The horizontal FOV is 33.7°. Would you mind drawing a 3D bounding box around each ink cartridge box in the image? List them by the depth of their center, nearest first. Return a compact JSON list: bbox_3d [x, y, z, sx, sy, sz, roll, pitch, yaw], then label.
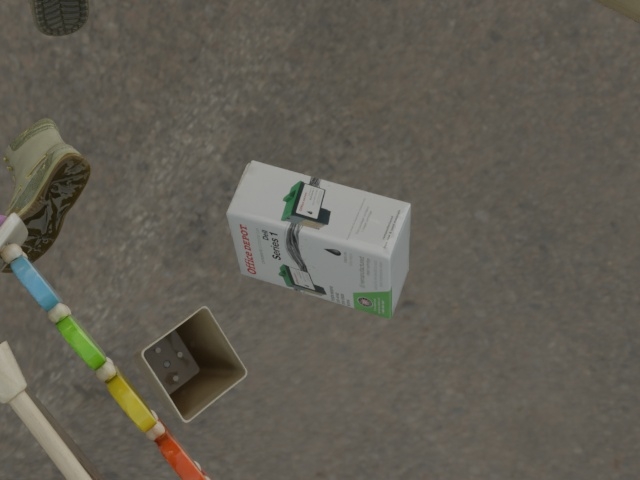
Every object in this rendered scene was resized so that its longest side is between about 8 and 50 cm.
[{"bbox_3d":[0.000,0.000,1.360,0.219,0.160,0.093,15,60,14],"label":"ink cartridge box"}]

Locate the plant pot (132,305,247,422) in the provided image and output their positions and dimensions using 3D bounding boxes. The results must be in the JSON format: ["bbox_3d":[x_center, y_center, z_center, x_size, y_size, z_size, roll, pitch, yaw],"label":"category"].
[{"bbox_3d":[-0.181,0.161,1.369,0.109,0.096,0.109,-37,103,-30],"label":"plant pot"}]

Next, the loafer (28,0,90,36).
[{"bbox_3d":[-0.342,-0.384,1.311,0.102,0.269,0.092,-15,48,-27],"label":"loafer"}]

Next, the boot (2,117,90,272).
[{"bbox_3d":[-0.439,-0.069,1.580,0.077,0.165,0.213,30,100,-42],"label":"boot"}]

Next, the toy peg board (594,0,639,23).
[{"bbox_3d":[0.194,-0.130,0.359,0.161,0.079,0.161,32,65,20],"label":"toy peg board"}]

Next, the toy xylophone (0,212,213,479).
[{"bbox_3d":[-0.138,0.127,0.711,0.081,0.236,0.323,-40,103,-12],"label":"toy xylophone"}]
